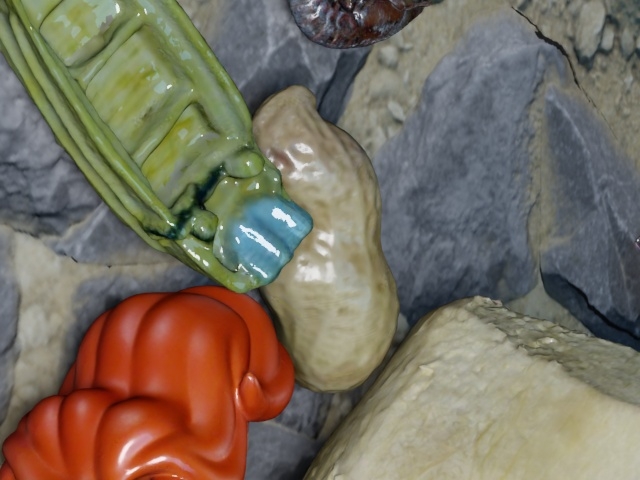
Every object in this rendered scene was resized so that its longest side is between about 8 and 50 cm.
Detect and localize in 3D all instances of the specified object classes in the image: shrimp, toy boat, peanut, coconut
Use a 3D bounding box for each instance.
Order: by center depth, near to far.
[{"bbox_3d":[-0.114,-0.085,1.087,0.111,0.084,0.276,-51,123,-24],"label":"toy boat"},{"bbox_3d":[0.150,0.261,1.203,0.404,0.404,0.405,-10,105,-43],"label":"coconut"},{"bbox_3d":[-0.001,0.000,1.210,0.104,0.085,0.228,-17,108,-30],"label":"peanut"},{"bbox_3d":[0.042,-0.178,1.237,0.165,0.056,0.065,-27,109,-41],"label":"shrimp"}]

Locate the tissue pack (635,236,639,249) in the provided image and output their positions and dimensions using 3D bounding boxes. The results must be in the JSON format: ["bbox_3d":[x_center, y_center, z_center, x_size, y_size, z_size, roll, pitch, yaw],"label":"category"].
[{"bbox_3d":[0.425,-0.020,1.539,0.246,0.092,0.148,-42,131,9],"label":"tissue pack"}]

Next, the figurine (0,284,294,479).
[{"bbox_3d":[-0.107,0.160,1.075,0.208,0.181,0.257,0,93,-31],"label":"figurine"}]
